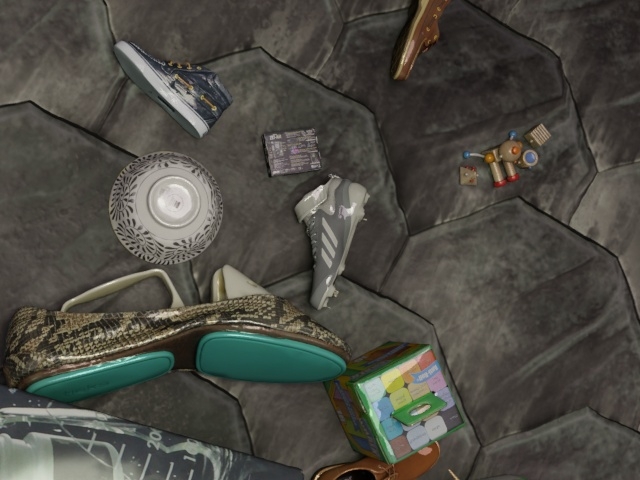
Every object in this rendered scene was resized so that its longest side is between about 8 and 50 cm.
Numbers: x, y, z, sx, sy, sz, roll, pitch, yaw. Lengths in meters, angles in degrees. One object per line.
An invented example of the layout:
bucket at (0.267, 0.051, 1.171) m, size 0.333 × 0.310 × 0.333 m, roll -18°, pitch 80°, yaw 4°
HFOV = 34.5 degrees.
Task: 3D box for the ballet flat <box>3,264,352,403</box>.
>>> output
ballet flat at (-0.197, 0.120, 1.453) m, size 0.483 × 0.164 × 0.182 m, roll -4°, pitch 60°, yaw -16°

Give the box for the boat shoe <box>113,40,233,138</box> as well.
boat shoe at (-0.216, -0.241, 1.518) m, size 0.183 × 0.065 × 0.083 m, roll 45°, pitch 72°, yaw -14°

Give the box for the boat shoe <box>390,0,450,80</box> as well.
boat shoe at (0.162, -0.330, 1.637) m, size 0.060 × 0.064 × 0.178 m, roll 24°, pitch 76°, yaw -12°

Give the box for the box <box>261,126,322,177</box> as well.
box at (-0.044, -0.135, 1.580) m, size 0.083 × 0.018 × 0.067 m, roll -11°, pitch 88°, yaw -18°

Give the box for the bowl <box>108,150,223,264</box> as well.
bowl at (-0.216, -0.052, 1.488) m, size 0.170 × 0.080 × 0.170 m, roll 2°, pitch 84°, yaw -18°

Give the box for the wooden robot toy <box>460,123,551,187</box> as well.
wooden robot toy at (0.308, -0.134, 1.655) m, size 0.173 × 0.079 × 0.076 m, roll -24°, pitch 92°, yaw -17°

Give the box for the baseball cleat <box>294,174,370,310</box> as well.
baseball cleat at (0.000, 0.000, 1.565) m, size 0.110 × 0.072 × 0.205 m, roll 21°, pitch 74°, yaw 0°

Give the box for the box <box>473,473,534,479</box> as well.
box at (0.208, 0.488, 1.545) m, size 0.262 × 0.127 × 0.231 m, roll -4°, pitch 87°, yaw -18°

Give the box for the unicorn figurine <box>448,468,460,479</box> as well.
unicorn figurine at (0.274, 0.374, 1.465) m, size 0.162 × 0.111 × 0.060 m, roll 24°, pitch 66°, yaw -29°

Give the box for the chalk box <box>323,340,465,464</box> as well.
chalk box at (0.110, 0.232, 1.490) m, size 0.132 × 0.213 × 0.132 m, roll -24°, pitch 92°, yaw -18°

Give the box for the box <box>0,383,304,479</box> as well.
box at (-0.322, 0.462, 1.246) m, size 0.472 × 0.297 × 0.479 m, roll 18°, pitch 66°, yaw -13°

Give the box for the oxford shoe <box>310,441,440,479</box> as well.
oxford shoe at (0.094, 0.350, 1.549) m, size 0.212 × 0.076 × 0.076 m, roll -18°, pitch 89°, yaw -19°
